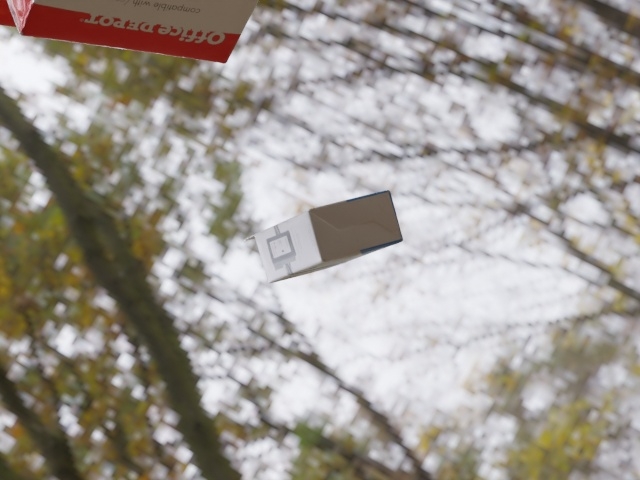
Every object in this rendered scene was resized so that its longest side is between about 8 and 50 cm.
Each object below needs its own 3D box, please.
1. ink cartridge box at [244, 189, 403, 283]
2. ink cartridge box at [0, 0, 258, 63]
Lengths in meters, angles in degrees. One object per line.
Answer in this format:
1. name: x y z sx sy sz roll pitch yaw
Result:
1. ink cartridge box: 0.000 0.000 0.942 0.048 0.083 0.028 -14 -94 -27
2. ink cartridge box: -0.093 -0.181 1.039 0.134 0.078 0.231 5 -46 -30
